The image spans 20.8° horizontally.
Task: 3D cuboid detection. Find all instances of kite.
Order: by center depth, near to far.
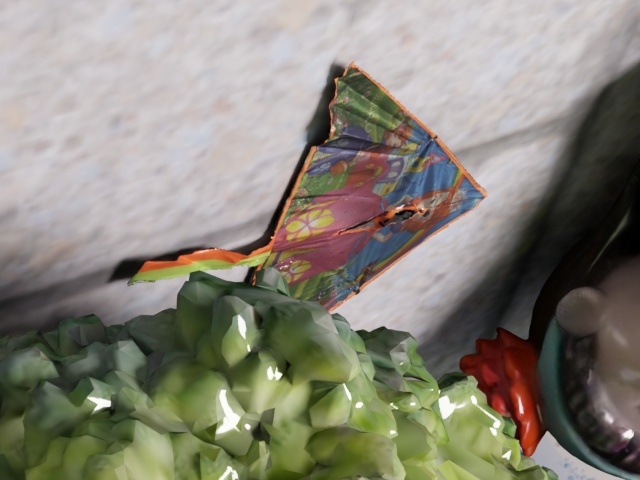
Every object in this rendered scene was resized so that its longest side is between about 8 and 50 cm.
[{"bbox_3d":[0.000,0.000,0.623,0.159,0.010,0.190,-14,146,-31],"label":"kite"}]

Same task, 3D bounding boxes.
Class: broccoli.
[{"bbox_3d":[-0.036,0.153,0.569,0.277,0.317,0.338,-38,-176,13],"label":"broccoli"}]

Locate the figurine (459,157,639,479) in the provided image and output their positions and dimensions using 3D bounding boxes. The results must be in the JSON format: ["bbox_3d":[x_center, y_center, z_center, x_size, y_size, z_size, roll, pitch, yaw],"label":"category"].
[{"bbox_3d":[0.154,0.002,0.693,0.137,0.110,0.245,18,132,-6],"label":"figurine"}]

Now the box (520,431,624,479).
[{"bbox_3d":[0.102,0.178,0.877,0.194,0.139,0.073,-20,150,-24],"label":"box"}]
